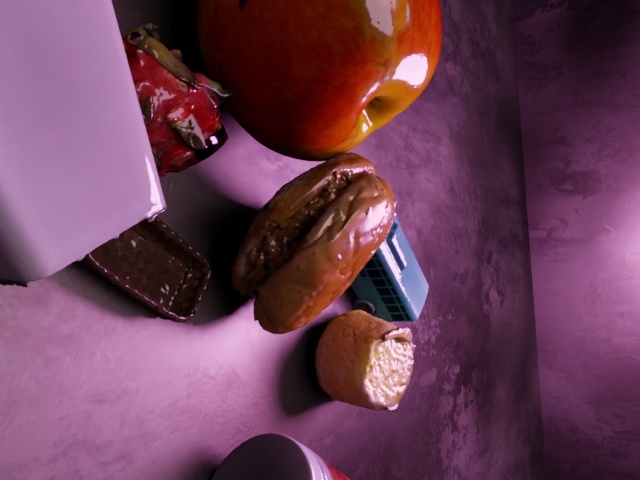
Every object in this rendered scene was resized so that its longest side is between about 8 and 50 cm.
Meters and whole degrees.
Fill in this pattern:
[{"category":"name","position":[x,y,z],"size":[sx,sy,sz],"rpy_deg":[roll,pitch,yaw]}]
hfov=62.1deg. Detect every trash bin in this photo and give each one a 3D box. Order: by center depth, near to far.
[{"category":"trash bin","position":[-0.323,-0.150,0.474],"size":[0.296,0.256,0.367],"rpy_deg":[-45,130,-48]}]

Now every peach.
[{"category":"peach","position":[-0.013,-0.325,0.813],"size":[0.388,0.388,0.388],"rpy_deg":[9,79,-53]}]

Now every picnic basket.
[{"category":"picnic basket","position":[-0.235,0.030,0.713],"size":[0.193,0.055,0.110],"rpy_deg":[47,49,-40]}]

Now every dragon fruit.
[{"category":"dragon fruit","position":[-0.211,-0.183,0.692],"size":[0.167,0.160,0.172],"rpy_deg":[-35,119,-3]}]

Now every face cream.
[{"category":"face cream","position":[-0.048,0.421,0.800],"size":[0.187,0.201,0.201],"rpy_deg":[51,48,-37]}]

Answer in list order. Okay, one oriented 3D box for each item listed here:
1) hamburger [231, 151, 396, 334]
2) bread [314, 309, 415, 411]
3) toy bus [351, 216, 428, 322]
[{"category":"hamburger","position":[0.000,0.000,0.856],"size":[0.158,0.318,0.319],"rpy_deg":[42,39,11]},{"category":"bread","position":[0.087,0.232,1.040],"size":[0.197,0.171,0.197],"rpy_deg":[-5,97,-43]},{"category":"toy bus","position":[0.126,0.051,1.134],"size":[0.256,0.147,0.128],"rpy_deg":[60,41,-31]}]
